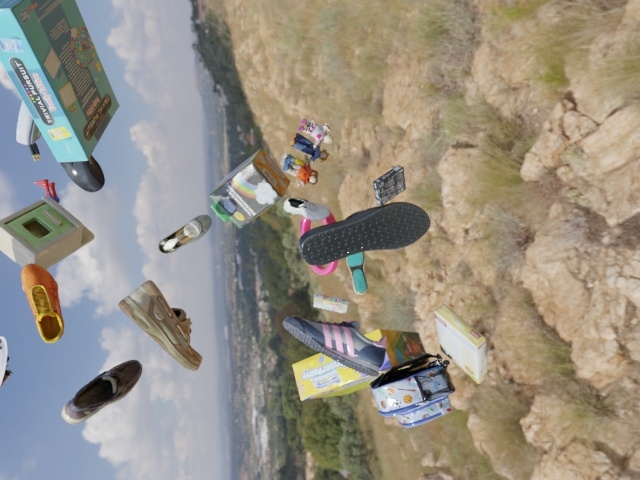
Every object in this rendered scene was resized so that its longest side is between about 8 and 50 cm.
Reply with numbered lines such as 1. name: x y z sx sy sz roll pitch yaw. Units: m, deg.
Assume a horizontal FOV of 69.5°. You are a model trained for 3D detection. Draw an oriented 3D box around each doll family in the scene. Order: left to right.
1. doll family: -0.048 -0.318 1.720 0.118 0.163 0.262 7 74 60

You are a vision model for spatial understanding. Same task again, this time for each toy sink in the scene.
1. toy sink: -0.828 -0.031 1.410 0.234 0.153 0.131 -48 -4 -47

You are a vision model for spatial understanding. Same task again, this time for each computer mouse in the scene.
1. computer mouse: -0.791 -0.254 1.405 0.060 0.184 0.261 -89 -19 -72

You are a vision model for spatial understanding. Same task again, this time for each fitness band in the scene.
1. fitness band: 0.000 0.000 1.906 0.209 0.054 0.290 -36 65 48

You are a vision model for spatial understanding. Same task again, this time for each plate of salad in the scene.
1. plate of salad: -1.002 0.398 1.431 0.200 0.048 0.199 -14 68 38

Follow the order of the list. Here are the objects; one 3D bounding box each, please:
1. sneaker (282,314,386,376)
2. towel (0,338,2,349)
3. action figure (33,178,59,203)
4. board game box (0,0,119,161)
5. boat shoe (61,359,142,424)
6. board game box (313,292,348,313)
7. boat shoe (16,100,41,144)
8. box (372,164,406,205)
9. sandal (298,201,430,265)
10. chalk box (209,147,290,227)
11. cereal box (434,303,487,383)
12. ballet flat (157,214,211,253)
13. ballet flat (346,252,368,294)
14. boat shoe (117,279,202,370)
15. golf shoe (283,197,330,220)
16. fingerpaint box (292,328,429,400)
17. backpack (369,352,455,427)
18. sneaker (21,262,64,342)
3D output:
1. sneaker: 0.048 0.281 1.377 0.131 0.319 0.112 -63 1 -23
2. towel: -1.002 0.276 1.101 0.336 0.244 0.040 -16 -66 -66
3. action figure: -0.984 -0.061 1.642 0.091 0.139 0.280 138 113 -84
4. board game box: -0.587 -0.388 1.037 0.253 0.079 0.335 -91 -3 -45
5. boat shoe: -0.675 0.467 1.469 0.102 0.285 0.092 50 123 6
6. board game box: 0.047 0.285 2.080 0.103 0.154 0.026 92 -169 -59
7. boat shoe: -0.696 -0.384 1.187 0.109 0.094 0.301 11 84 59
8. box: 0.165 -0.131 1.095 0.018 0.083 0.067 38 155 43
9. sandal: 0.141 -0.042 1.522 0.107 0.447 0.167 -114 14 -57
10. chalk box: -0.290 -0.185 1.780 0.180 0.289 0.179 50 -157 -18
11. cereal box: 0.439 0.323 1.434 0.173 0.047 0.240 43 161 43
12. ballet flat: -0.476 -0.017 1.619 0.072 0.213 0.068 57 -176 -5
13. ballet flat: 0.165 0.123 2.083 0.086 0.087 0.248 143 123 -74
14. boat shoe: -0.399 0.240 1.250 0.122 0.110 0.341 25 152 35
15. golf shoe: -0.047 -0.118 1.692 0.086 0.177 0.069 116 163 -77
16. fingerpaint box: 0.174 0.523 1.948 0.445 0.371 0.163 -30 63 28
17. backpack: 0.312 0.520 1.592 0.276 0.264 0.212 88 170 -71
18. sneaker: -0.579 0.130 0.973 0.067 0.064 0.174 -3 106 62
